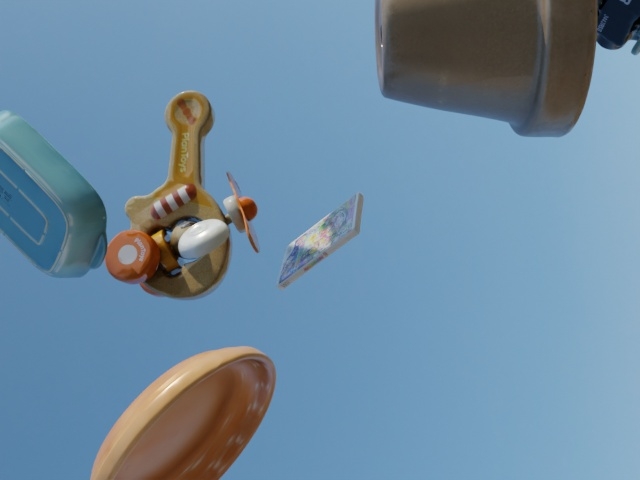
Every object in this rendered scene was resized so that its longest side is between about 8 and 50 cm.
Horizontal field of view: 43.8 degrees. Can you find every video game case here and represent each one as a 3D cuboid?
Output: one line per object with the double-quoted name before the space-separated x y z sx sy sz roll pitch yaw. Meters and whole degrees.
"video game case" 0.000 0.000 0.922 0.011 0.122 0.087 43 -153 -19

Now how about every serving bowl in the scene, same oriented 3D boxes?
"serving bowl" -0.179 -0.008 1.193 0.083 0.083 0.027 -51 -54 -40

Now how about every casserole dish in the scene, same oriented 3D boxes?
"casserole dish" -0.279 -0.040 0.758 0.037 0.188 0.114 -28 -24 -53

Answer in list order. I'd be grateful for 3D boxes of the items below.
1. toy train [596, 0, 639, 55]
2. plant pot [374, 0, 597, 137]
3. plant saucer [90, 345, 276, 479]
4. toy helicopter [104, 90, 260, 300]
"toy train" 0.477 -0.403 1.099 0.190 0.142 0.334 -46 -16 -15
"plant pot" 0.185 -0.251 0.975 0.263 0.229 0.263 -4 -90 -89
"plant saucer" -0.119 0.167 0.674 0.200 0.037 0.200 -40 -28 -26
"toy helicopter" -0.203 -0.079 1.291 0.140 0.234 0.355 47 -139 -69
